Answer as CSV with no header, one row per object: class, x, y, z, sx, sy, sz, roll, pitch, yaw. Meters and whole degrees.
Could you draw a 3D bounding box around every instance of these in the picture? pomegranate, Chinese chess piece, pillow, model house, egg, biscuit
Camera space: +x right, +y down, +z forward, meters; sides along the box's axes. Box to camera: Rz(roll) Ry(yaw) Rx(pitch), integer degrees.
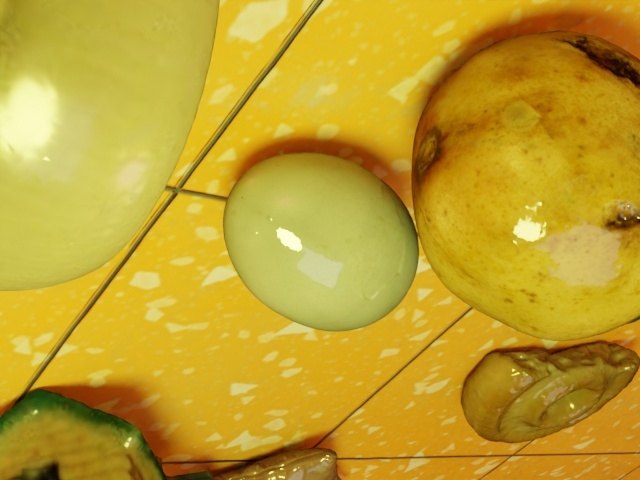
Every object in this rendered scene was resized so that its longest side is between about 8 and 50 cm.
pomegranate,0.195,-0.046,0.829,0.260,0.260,0.260,-16,147,-11
Chinese chess piece,-0.155,-0.107,0.508,0.102,0.273,0.273,10,135,-36
pillow,-0.073,0.374,1.427,0.236,0.084,0.223,-20,149,0
model house,-0.283,0.374,1.105,0.334,0.343,0.382,-11,138,-3
egg,0.000,0.000,0.867,0.151,0.151,0.209,-36,144,20
biscuit,0.332,0.228,1.456,0.274,0.091,0.213,-7,142,-27

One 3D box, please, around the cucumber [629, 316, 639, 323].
cucumber,0.358,0.094,1.309,0.250,0.056,0.056,-4,143,-28
